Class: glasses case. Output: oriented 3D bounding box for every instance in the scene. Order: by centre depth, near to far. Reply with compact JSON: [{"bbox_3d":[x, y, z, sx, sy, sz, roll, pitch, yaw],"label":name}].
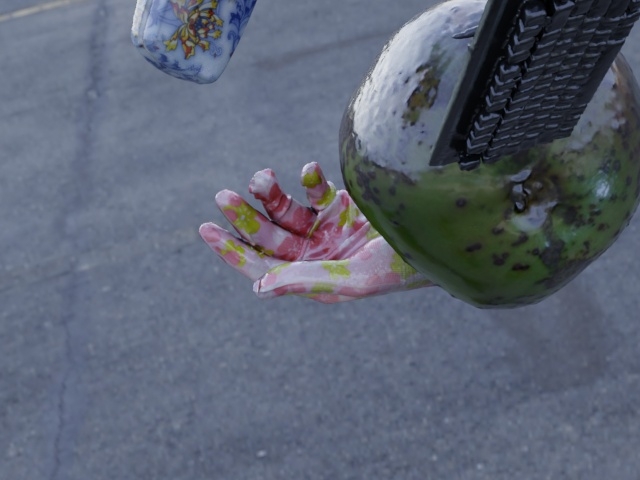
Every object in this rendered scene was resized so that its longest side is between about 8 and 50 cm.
[{"bbox_3d":[-0.077,-0.243,0.953,0.065,0.087,0.248,4,72,47],"label":"glasses case"}]

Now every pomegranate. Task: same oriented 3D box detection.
[{"bbox_3d":[0.155,-0.100,1.147,0.285,0.285,0.341,-12,20,0],"label":"pomegranate"}]

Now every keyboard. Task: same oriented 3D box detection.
[{"bbox_3d":[0.100,-0.091,0.512,0.093,0.230,0.025,-18,71,-10],"label":"keyboard"}]

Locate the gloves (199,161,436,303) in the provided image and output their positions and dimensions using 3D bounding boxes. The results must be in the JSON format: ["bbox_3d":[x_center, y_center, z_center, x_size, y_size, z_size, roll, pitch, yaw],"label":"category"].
[{"bbox_3d":[0.000,0.003,1.243,0.241,0.145,0.126,1,-17,0],"label":"gloves"}]
